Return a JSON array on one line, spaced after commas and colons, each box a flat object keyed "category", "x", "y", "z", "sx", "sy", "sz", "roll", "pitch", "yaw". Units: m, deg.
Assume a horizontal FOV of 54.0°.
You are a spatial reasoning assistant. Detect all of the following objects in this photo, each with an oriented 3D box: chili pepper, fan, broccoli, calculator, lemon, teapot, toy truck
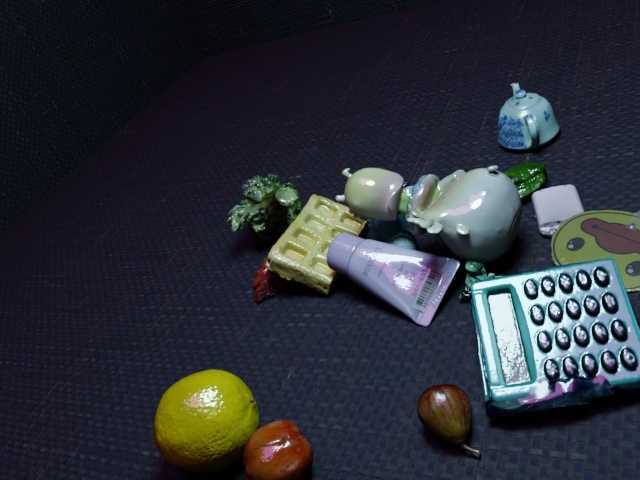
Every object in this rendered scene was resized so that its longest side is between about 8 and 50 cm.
[{"category": "chili pepper", "x": 0.426, "y": -0.108, "z": 1.453, "sx": 0.257, "sy": 0.100, "sz": 0.074, "roll": -32, "pitch": -5, "yaw": -9}, {"category": "fan", "x": 0.594, "y": -0.010, "z": 1.233, "sx": 0.335, "sy": 0.011, "sz": 0.230, "roll": -40, "pitch": 44, "yaw": -20}, {"category": "broccoli", "x": -0.150, "y": -0.091, "z": 1.614, "sx": 0.199, "sy": 0.177, "sz": 0.275, "roll": -12, "pitch": -3, "yaw": 0}, {"category": "calculator", "x": 0.520, "y": -0.068, "z": 1.374, "sx": 0.100, "sy": 0.032, "sz": 0.175, "roll": -11, "pitch": 34, "yaw": 18}, {"category": "lemon", "x": -0.209, "y": 0.327, "z": 1.136, "sx": 0.203, "sy": 0.178, "sz": 0.178, "roll": -22, "pitch": 32, "yaw": 5}, {"category": "calculator", "x": 0.392, "y": 0.156, "z": 1.038, "sx": 0.274, "sy": 0.058, "sz": 0.248, "roll": -12, "pitch": 56, "yaw": 14}, {"category": "teapot", "x": 0.532, "y": -0.323, "z": 1.633, "sx": 0.159, "sy": 0.159, "sz": 0.232, "roll": -15, "pitch": 33, "yaw": 14}, {"category": "toy truck", "x": 0.338, "y": 0.104, "z": 1.214, "sx": 0.078, "sy": 0.080, "sz": 0.154, "roll": -4, "pitch": 27, "yaw": -19}]

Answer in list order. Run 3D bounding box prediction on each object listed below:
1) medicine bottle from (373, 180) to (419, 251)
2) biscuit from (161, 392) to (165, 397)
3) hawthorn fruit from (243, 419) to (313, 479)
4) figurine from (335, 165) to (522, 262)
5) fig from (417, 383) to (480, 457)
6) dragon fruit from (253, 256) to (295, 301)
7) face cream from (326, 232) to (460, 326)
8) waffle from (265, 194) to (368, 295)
[{"category": "medicine bottle", "x": 0.190, "y": -0.037, "z": 1.492, "sx": 0.124, "sy": 0.079, "sz": 0.258, "roll": -32, "pitch": 30, "yaw": 18}, {"category": "biscuit", "x": -0.308, "y": 0.338, "z": 1.329, "sx": 0.046, "sy": 0.016, "sz": 0.089, "roll": -32, "pitch": 33, "yaw": -14}, {"category": "hawthorn fruit", "x": -0.073, "y": 0.363, "z": 1.056, "sx": 0.128, "sy": 0.128, "sz": 0.128, "roll": -17, "pitch": 33, "yaw": 11}, {"category": "figurine", "x": 0.208, "y": -0.073, "z": 1.314, "sx": 0.394, "sy": 0.226, "sz": 0.274, "roll": 17, "pitch": 19, "yaw": 22}, {"category": "fig", "x": 0.210, "y": 0.296, "z": 1.011, "sx": 0.089, "sy": 0.089, "sz": 0.125, "roll": -23, "pitch": 51, "yaw": 1}, {"category": "dragon fruit", "x": -0.114, "y": 0.069, "z": 1.543, "sx": 0.162, "sy": 0.083, "sz": 0.106, "roll": -32, "pitch": 30, "yaw": -8}, {"category": "face cream", "x": 0.144, "y": 0.067, "z": 1.337, "sx": 0.274, "sy": 0.096, "sz": 0.154, "roll": 22, "pitch": 74, "yaw": 33}, {"category": "waffle", "x": 0.000, "y": 0.000, "z": 1.516, "sx": 0.168, "sy": 0.057, "sz": 0.274, "roll": 26, "pitch": 49, "yaw": 10}]
